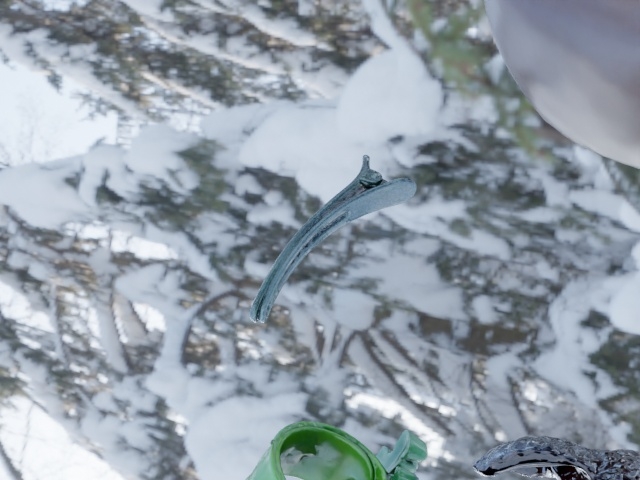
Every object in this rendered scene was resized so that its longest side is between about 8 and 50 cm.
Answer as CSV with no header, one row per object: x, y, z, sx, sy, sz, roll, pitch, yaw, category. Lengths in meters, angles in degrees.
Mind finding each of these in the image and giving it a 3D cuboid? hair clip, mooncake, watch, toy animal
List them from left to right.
0.000,0.000,1.000,0.229,0.070,0.039,-44,-29,-26,hair clip
0.005,0.232,0.903,0.131,0.152,0.165,-59,13,29,watch
0.230,0.195,0.748,0.179,0.218,0.116,-36,-31,-53,toy animal
0.280,-0.194,0.679,0.326,0.333,0.174,-96,-19,-45,mooncake
